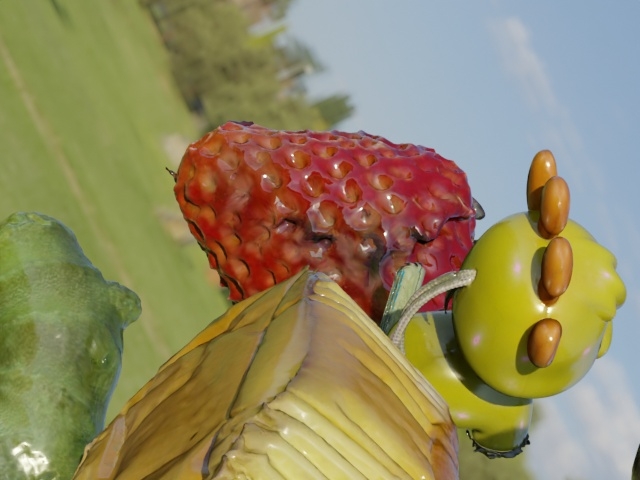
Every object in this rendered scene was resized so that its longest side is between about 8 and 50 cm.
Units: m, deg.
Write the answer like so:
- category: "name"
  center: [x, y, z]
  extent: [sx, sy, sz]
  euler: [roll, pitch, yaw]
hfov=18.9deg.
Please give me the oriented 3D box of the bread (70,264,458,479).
- category: "bread"
  center: [-0.028, 0.147, 1.019]
  extent: [0.156, 0.204, 0.288]
  euler: [49, 12, -10]

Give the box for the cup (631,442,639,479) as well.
- category: "cup"
  center: [0.241, 0.147, 0.718]
  extent: [0.227, 0.301, 0.257]
  euler: [27, 36, -37]

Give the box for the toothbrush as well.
- category: "toothbrush"
  center: [0.022, 0.150, 1.286]
  extent: [0.028, 0.026, 0.294]
  euler: [46, 59, -56]

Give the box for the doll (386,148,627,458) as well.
- category: "doll"
  center: [0.114, 0.045, 1.185]
  extent: [0.221, 0.135, 0.143]
  euler: [113, -14, -56]

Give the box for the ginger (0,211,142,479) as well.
- category: "ginger"
  center: [-0.203, 0.116, 1.209]
  extent: [0.089, 0.137, 0.290]
  euler: [66, 42, -61]

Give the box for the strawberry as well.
- category: "strawberry"
  center: [0.018, -0.004, 1.744]
  extent: [0.280, 0.253, 0.150]
  euler: [59, 6, -8]
